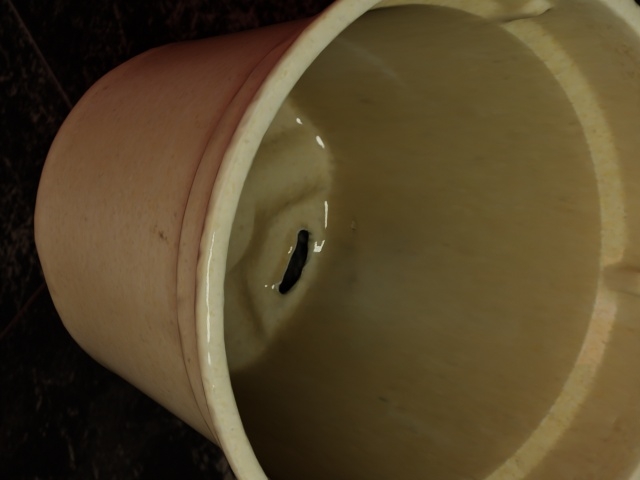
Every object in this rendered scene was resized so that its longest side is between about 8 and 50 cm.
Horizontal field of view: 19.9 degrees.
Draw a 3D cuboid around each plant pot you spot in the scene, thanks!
[{"bbox_3d":[0.000,0.000,1.035,0.305,0.334,0.334,13,84,55],"label":"plant pot"}]
